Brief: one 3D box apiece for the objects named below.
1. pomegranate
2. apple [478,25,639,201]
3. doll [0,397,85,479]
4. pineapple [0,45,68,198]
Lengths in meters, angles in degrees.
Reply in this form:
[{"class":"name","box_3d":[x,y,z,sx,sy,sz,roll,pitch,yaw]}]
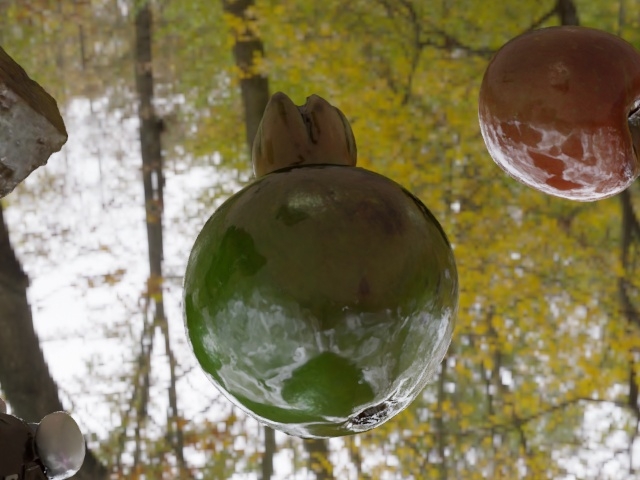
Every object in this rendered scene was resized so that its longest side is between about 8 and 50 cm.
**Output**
[{"class":"pomegranate","box_3d":[0.012,0.008,0.811,0.190,0.159,0.241,23,-118,7]},{"class":"apple","box_3d":[0.257,-0.131,1.225,0.168,0.181,0.181,3,-160,31]},{"class":"doll","box_3d":[-0.365,0.203,0.998,0.240,0.284,0.310,-11,153,16]},{"class":"pineapple","box_3d":[-0.261,-0.073,0.760,0.186,0.236,0.114,2,-149,-20]}]
